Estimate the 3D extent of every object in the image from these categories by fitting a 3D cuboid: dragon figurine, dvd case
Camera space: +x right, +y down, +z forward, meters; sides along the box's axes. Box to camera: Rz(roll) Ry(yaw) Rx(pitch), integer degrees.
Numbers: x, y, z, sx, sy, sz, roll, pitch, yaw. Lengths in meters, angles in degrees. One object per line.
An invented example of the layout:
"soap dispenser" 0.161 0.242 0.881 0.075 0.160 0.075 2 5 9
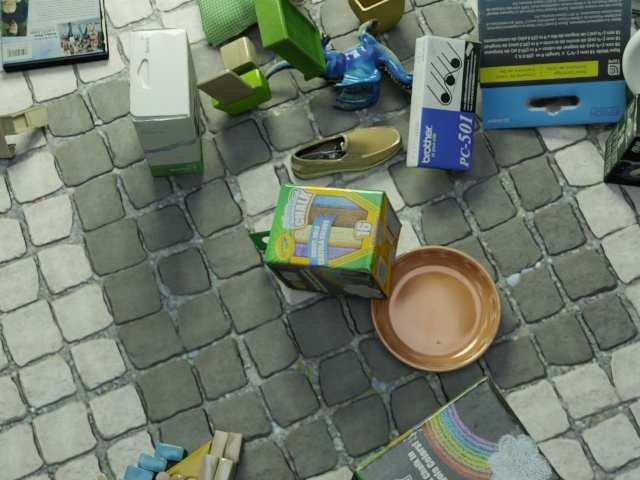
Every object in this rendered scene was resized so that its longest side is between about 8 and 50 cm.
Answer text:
"dragon figurine" 0.052 -0.271 1.587 0.289 0.085 0.144 -16 71 -6
"dvd case" -0.467 -0.417 1.676 0.181 0.022 0.253 -8 71 -3

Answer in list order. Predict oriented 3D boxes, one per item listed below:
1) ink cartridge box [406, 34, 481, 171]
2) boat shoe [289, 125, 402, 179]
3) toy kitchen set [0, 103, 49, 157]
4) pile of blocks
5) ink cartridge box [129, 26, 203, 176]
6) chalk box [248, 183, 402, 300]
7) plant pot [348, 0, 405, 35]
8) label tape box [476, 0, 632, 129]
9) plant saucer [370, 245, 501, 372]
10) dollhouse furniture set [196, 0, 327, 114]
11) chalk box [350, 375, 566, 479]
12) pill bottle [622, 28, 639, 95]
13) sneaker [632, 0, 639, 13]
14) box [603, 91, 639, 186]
"ink cartridge box" 0.197 -0.217 1.538 0.097 0.046 0.207 3 93 -19
"boat shoe" 0.044 -0.147 1.551 0.190 0.072 0.068 -19 72 -6
"toy kitchen set" -0.503 -0.181 1.595 0.083 0.075 0.068 -1 110 34
"pile of blocks" -0.267 0.374 1.357 0.362 0.112 0.149 -39 75 -12
"ink cartridge box" -0.239 -0.212 1.502 0.093 0.212 0.154 -5 71 -1
"chalk box" 0.000 0.000 1.458 0.213 0.132 0.132 6 71 19
"plant pot" 0.094 -0.397 1.626 0.081 0.083 0.081 -26 57 -8
"label tape box" 0.374 -0.360 1.559 0.241 0.106 0.333 -2 115 9
"plant saucer" 0.176 0.107 1.483 0.200 0.037 0.199 0 72 0
"dollhouse furniture set" -0.132 -0.387 1.557 0.198 0.151 0.301 -20 70 21
"chalk box" 0.156 0.351 1.328 0.289 0.179 0.180 -33 75 -9
"pill bottle" 0.603 -0.320 1.527 0.153 0.153 0.265 41 52 13
"sneaker" 0.497 -0.508 1.612 0.316 0.182 0.127 26 75 9
"box" 0.535 -0.148 1.490 0.147 0.180 0.077 8 72 3
